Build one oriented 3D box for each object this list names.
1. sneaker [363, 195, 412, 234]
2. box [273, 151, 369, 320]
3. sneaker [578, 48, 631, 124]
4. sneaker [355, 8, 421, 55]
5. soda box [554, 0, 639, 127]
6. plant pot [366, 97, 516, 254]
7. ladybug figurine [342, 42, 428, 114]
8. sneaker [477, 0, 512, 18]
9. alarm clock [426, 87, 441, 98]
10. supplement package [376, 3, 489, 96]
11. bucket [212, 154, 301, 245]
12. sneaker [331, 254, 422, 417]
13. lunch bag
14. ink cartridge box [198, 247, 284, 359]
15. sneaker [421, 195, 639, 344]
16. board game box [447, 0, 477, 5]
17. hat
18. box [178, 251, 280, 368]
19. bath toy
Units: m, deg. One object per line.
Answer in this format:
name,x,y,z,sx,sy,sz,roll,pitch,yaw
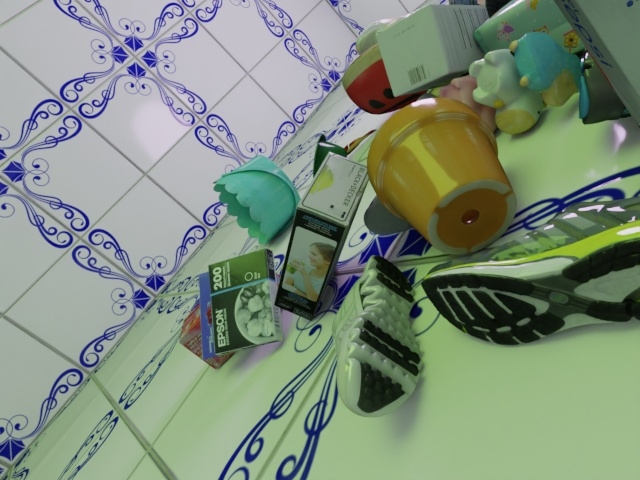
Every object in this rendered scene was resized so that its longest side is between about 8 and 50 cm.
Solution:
sneaker,0.171,-0.111,0.917,0.268,0.101,0.153,-44,17,-13
box,0.000,0.000,0.850,0.289,0.087,0.169,108,-174,-49
sneaker,0.457,-0.264,0.637,0.140,0.125,0.340,5,45,32
sneaker,0.231,-0.632,1.359,0.263,0.099,0.121,-21,19,8
soda box,0.321,-0.179,0.423,0.091,0.286,0.098,-37,20,29
plant pot,0.191,-0.084,0.688,0.205,0.205,0.187,-39,35,20
ladybug figurine,0.245,-0.508,1.394,0.305,0.161,0.449,-14,2,-27
sneaker,0.408,-0.541,1.107,0.131,0.112,0.318,-177,98,-76
alarm clock,0.317,-0.351,1.148,0.129,0.064,0.192,-39,22,32
supplement package,0.260,-0.408,0.970,0.244,0.133,0.139,-26,11,-40
bucket,-0.206,-0.141,1.533,0.183,0.281,0.281,-43,17,-17
sneaker,0.066,0.138,0.628,0.118,0.110,0.292,-46,8,26
lunch bag,0.478,-0.460,0.890,0.262,0.160,0.223,-42,15,-21
ink cartridge box,-0.189,0.139,0.987,0.209,0.045,0.206,-18,66,19
sneaker,0.245,0.029,0.479,0.300,0.111,0.121,-18,23,45
board game box,0.430,-0.660,1.298,0.194,0.060,0.194,-2,6,24
hat,0.083,-0.278,1.567,0.173,0.184,0.208,-60,-23,-64
box,-0.211,0.169,1.109,0.257,0.123,0.128,-44,18,4
bath toy,0.318,-0.265,0.877,0.129,0.151,0.348,-13,3,-22
